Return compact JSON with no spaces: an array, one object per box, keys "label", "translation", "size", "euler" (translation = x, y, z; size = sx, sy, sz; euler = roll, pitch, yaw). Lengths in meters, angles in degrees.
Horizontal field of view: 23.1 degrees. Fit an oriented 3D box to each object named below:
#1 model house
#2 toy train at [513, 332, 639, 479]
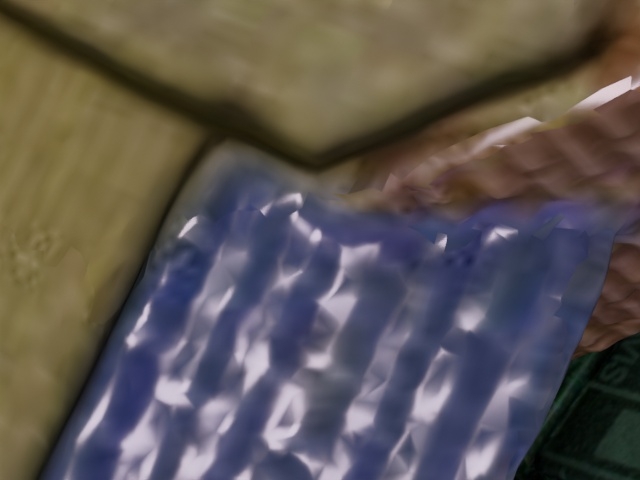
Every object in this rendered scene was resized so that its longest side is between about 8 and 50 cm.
[{"label":"model house","translation":[0.000,0.000,0.490],"size":[0.261,0.266,0.321],"euler":[25,91,-58]},{"label":"toy train","translation":[0.181,0.012,0.570],"size":[0.138,0.178,0.330],"euler":[43,77,-23]}]
